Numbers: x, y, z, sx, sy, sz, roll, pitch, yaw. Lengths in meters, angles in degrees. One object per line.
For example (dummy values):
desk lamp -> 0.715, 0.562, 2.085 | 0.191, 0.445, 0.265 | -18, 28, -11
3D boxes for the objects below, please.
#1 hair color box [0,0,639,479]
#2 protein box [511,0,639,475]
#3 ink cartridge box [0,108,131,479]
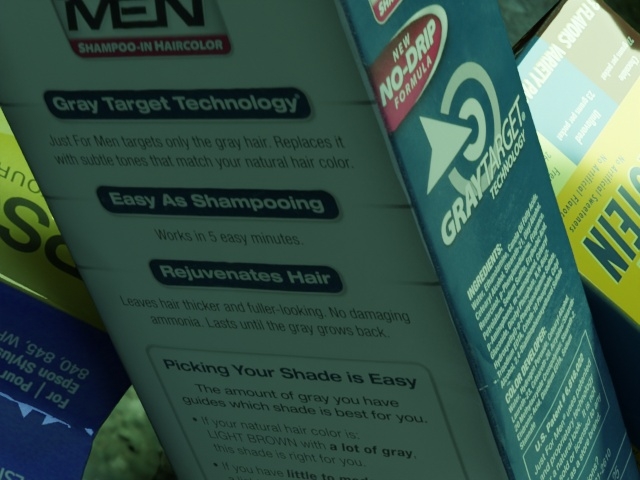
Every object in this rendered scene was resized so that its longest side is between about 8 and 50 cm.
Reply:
hair color box -> 0.000, 0.000, 0.774 | 0.105, 0.174, 0.347 | -56, 136, -41
protein box -> 0.114, 0.030, 0.916 | 0.200, 0.201, 0.136 | 41, 53, -4
ink cartridge box -> -0.200, -0.052, 0.847 | 0.303, 0.072, 0.307 | 27, 45, -17
